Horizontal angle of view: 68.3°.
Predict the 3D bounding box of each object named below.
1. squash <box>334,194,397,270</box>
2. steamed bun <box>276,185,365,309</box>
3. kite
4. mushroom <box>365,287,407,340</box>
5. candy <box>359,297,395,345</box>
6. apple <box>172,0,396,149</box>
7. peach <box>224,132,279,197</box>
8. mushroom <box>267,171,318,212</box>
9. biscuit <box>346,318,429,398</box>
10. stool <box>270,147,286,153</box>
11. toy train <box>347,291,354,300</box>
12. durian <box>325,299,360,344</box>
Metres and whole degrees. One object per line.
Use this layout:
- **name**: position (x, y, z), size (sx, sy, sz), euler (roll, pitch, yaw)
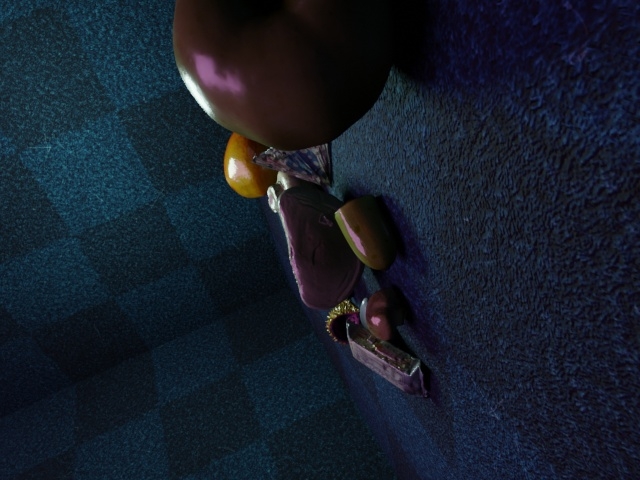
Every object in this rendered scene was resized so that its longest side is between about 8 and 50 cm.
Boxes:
- **squash**: position (0.122, -0.009, 1.178), size (0.123, 0.123, 0.187), euler (105, 141, -73)
- **steamed bun**: position (0.017, 0.007, 1.444), size (0.247, 0.236, 0.384), euler (-131, 24, -86)
- **kite**: position (-0.089, -0.274, 1.457), size (0.368, 0.014, 0.406), euler (40, 148, -27)
- **mushroom**: position (0.186, 0.208, 1.340), size (0.112, 0.148, 0.148), euler (12, 139, 26)
- **candy**: position (0.191, 0.292, 1.601), size (0.174, 0.071, 0.138), euler (57, 165, 34)
- **apple**: position (-0.051, -0.319, 0.772), size (0.357, 0.357, 0.358), euler (156, 90, -79)
- **peach**: position (-0.274, -0.347, 1.989), size (0.308, 0.288, 0.289), euler (64, 171, -26)
- **mushroom**: position (-0.097, -0.158, 1.766), size (0.254, 0.184, 0.255), euler (33, 132, 46)
- **biscuit**: position (0.207, 0.382, 1.502), size (0.309, 0.079, 0.186), euler (24, 148, 35)
- **stool**: position (-0.101, -0.352, 1.570), size (0.217, 0.125, 0.121), euler (-81, 1, -66)
- **toy train**: position (0.092, 0.184, 1.947), size (0.148, 0.038, 0.071), euler (60, 168, 27)
- **durian**: position (0.103, 0.344, 2.075), size (0.187, 0.153, 0.261), euler (-85, -10, -56)
